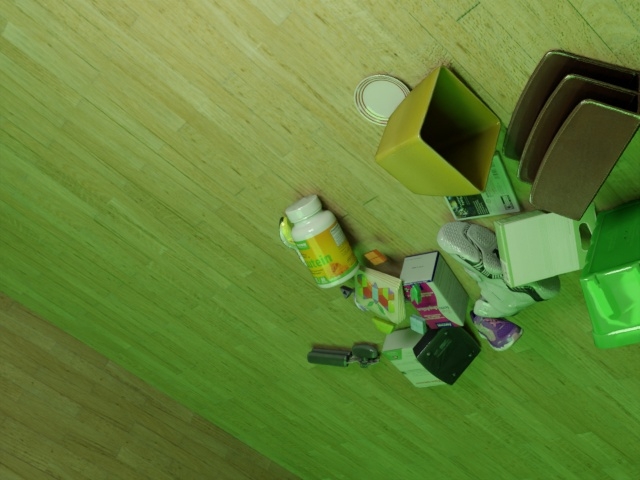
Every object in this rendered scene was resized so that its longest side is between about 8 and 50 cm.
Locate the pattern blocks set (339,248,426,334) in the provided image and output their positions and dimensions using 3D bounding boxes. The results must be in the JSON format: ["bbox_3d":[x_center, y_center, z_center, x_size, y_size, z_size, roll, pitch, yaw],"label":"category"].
[{"bbox_3d":[0.168,0.153,1.926,0.325,0.026,0.285,9,123,48],"label":"pattern blocks set"}]

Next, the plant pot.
[{"bbox_3d":[0.246,-0.219,1.466,0.212,0.212,0.187,36,149,-26],"label":"plant pot"}]

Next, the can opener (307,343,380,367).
[{"bbox_3d":[0.086,0.415,2.393,0.281,0.074,0.093,-3,100,25],"label":"can opener"}]

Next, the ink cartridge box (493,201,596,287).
[{"bbox_3d":[0.563,0.006,1.630,0.235,0.056,0.171,-15,107,-1],"label":"ink cartridge box"}]

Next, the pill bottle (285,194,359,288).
[{"bbox_3d":[0.000,0.000,1.858,0.136,0.136,0.245,-15,110,37],"label":"pill bottle"}]

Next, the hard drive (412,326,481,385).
[{"bbox_3d":[0.396,0.347,2.070,0.255,0.172,0.054,40,179,-43],"label":"hard drive"}]

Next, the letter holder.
[{"bbox_3d":[0.511,-0.220,1.389,0.215,0.152,0.301,19,141,7],"label":"letter holder"}]

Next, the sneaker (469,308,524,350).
[{"bbox_3d":[0.501,0.245,1.914,0.104,0.095,0.236,52,176,-10],"label":"sneaker"}]

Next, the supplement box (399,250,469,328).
[{"bbox_3d":[0.334,0.148,1.923,0.111,0.113,0.220,-13,131,36],"label":"supplement box"}]

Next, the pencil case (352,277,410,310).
[{"bbox_3d":[0.198,0.162,2.021,0.206,0.086,0.088,-21,129,40],"label":"pencil case"}]

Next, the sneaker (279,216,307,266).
[{"bbox_3d":[-0.044,-0.006,1.956,0.094,0.081,0.208,-19,132,30],"label":"sneaker"}]

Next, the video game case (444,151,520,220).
[{"bbox_3d":[0.389,-0.132,1.647,0.173,0.022,0.190,-9,133,32],"label":"video game case"}]

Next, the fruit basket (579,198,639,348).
[{"bbox_3d":[0.784,0.118,1.478,0.283,0.392,0.392,-23,123,41],"label":"fruit basket"}]

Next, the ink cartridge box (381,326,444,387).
[{"bbox_3d":[0.338,0.394,2.218,0.160,0.092,0.219,-17,129,38],"label":"ink cartridge box"}]

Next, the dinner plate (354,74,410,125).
[{"bbox_3d":[0.148,-0.328,1.534,0.141,0.017,0.141,13,141,10],"label":"dinner plate"}]

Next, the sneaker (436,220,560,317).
[{"bbox_3d":[0.444,0.096,1.789,0.366,0.137,0.210,25,138,-10],"label":"sneaker"}]
